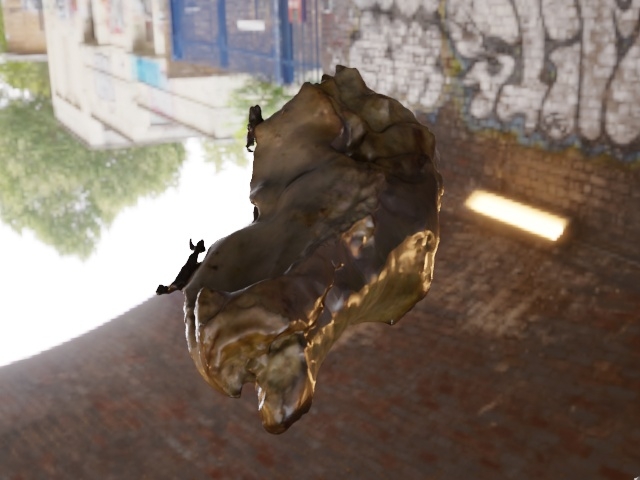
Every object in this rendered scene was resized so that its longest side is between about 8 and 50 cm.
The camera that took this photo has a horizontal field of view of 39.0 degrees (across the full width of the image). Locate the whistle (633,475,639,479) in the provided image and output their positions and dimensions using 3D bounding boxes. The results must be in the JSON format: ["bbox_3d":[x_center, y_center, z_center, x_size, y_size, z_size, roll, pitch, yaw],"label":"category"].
[{"bbox_3d":[0.146,0.178,0.377,0.134,0.346,0.142,17,-154,-51],"label":"whistle"}]

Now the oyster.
[{"bbox_3d":[-0.002,-0.007,0.661,0.133,0.197,0.337,-21,-164,39],"label":"oyster"}]
